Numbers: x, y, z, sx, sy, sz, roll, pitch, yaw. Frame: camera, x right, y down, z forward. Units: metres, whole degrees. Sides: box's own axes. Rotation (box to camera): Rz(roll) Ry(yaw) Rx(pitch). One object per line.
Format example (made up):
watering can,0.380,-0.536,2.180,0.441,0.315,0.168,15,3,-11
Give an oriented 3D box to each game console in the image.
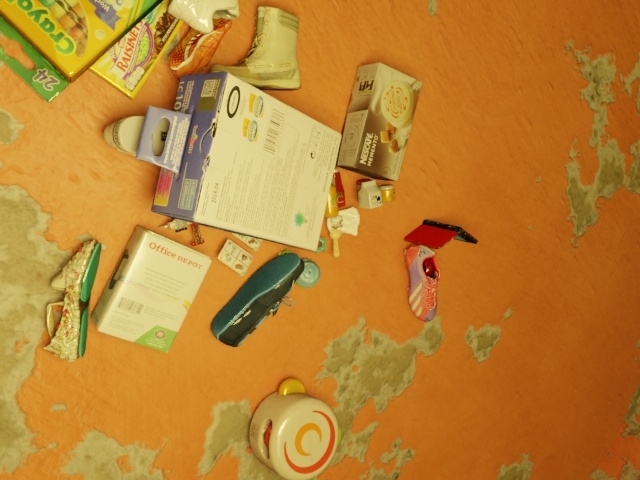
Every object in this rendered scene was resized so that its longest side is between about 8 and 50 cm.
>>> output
game console,0.320,-0.001,1.446,0.124,0.144,0.085,30,84,-32

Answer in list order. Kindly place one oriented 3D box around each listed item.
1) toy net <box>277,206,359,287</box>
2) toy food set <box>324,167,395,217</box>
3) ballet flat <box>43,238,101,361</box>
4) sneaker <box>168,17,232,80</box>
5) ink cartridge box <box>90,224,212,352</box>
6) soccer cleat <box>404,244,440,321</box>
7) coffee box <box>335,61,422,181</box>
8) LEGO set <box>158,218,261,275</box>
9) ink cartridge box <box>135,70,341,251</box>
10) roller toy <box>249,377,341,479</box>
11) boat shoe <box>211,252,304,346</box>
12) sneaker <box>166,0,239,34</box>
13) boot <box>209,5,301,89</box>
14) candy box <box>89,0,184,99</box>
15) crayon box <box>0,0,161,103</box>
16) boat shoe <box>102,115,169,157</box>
toy net,0.000,0.000,1.319,0.122,0.045,0.232,41,74,-3
toy food set,0.074,-0.129,1.293,0.232,0.111,0.105,-16,106,-35
ballet flat,-0.475,0.112,1.032,0.077,0.091,0.241,10,91,-10
sneaker,-0.240,-0.388,1.092,0.175,0.064,0.067,-53,157,-19
ink cartridge box,-0.340,0.096,1.100,0.154,0.093,0.213,28,87,-33
soccer cleat,0.286,0.124,1.474,0.083,0.095,0.248,-24,116,-25
coffee box,0.137,-0.279,1.307,0.141,0.098,0.247,13,93,-32
LEGO set,-0.226,-0.061,1.179,0.244,0.060,0.183,38,68,-33
ink cartridge box,-0.153,-0.149,1.060,0.395,0.151,0.270,16,86,-51
roller toy,-0.068,0.460,1.305,0.191,0.146,0.209,-42,112,-28
boat shoe,-0.134,0.134,1.241,0.258,0.109,0.089,-40,126,0
sneaker,-0.194,-0.494,1.062,0.115,0.090,0.232,40,74,-26
boot,-0.134,-0.402,1.135,0.213,0.077,0.165,-7,104,-35
candy box,-0.350,-0.385,1.037,0.105,0.027,0.206,33,82,-28
crayon box,-0.429,-0.423,0.932,0.203,0.083,0.323,46,77,-22
boat shoe,-0.293,-0.196,1.074,0.267,0.088,0.096,-10,106,-47
